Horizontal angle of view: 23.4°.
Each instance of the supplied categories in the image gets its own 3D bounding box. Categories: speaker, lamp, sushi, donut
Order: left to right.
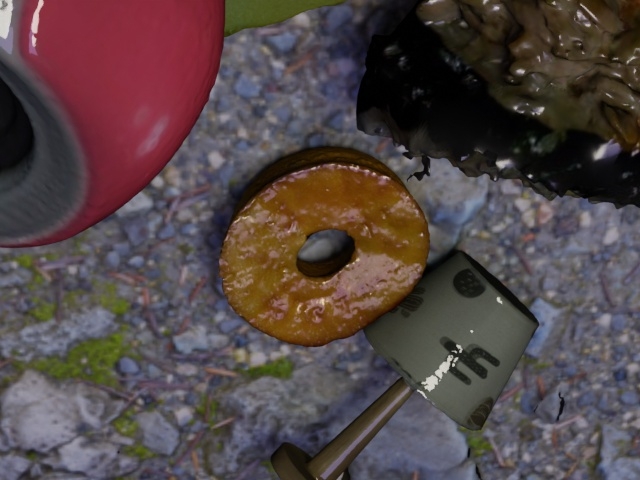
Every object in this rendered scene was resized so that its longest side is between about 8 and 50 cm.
[{"bbox_3d":[-0.207,-0.137,0.866,0.294,0.294,0.294,-3,123,-5],"label":"speaker"},{"bbox_3d":[0.000,0.000,1.104,0.152,0.058,0.152,-3,120,-5],"label":"donut"},{"bbox_3d":[0.062,0.112,1.148,0.215,0.121,0.121,-46,118,6],"label":"lamp"},{"bbox_3d":[0.147,-0.135,0.959,0.238,0.225,0.219,-13,120,-51],"label":"sushi"}]

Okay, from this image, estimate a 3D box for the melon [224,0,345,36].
[{"bbox_3d":[-0.046,-0.172,1.010,0.261,0.053,0.114,-23,141,12],"label":"melon"}]
